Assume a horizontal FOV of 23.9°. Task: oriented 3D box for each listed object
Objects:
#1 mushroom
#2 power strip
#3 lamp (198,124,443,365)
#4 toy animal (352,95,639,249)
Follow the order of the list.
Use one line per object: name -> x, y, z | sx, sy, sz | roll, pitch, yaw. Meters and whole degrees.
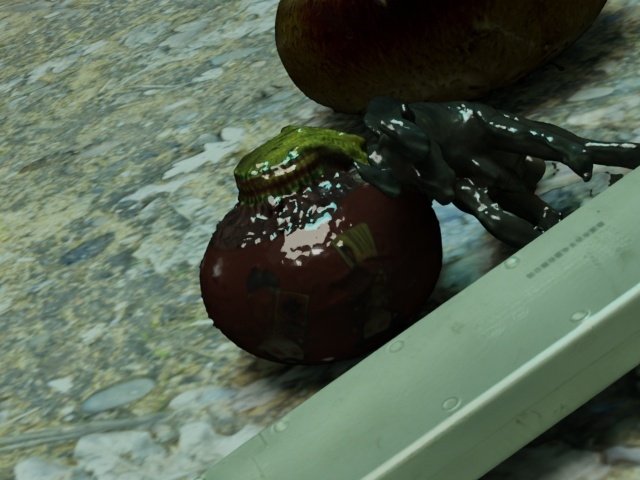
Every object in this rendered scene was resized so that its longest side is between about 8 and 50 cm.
mushroom -> 0.103, -0.203, 1.256 | 0.297, 0.163, 0.278 | -15, 34, 19
power strip -> 0.078, 0.073, 0.788 | 0.367, 0.043, 0.106 | -34, 25, -4
lamp -> -0.005, 0.001, 0.948 | 0.156, 0.135, 0.157 | -18, 26, 11
toy animal -> 0.113, -0.054, 0.947 | 0.148, 0.084, 0.233 | 33, 19, 21
